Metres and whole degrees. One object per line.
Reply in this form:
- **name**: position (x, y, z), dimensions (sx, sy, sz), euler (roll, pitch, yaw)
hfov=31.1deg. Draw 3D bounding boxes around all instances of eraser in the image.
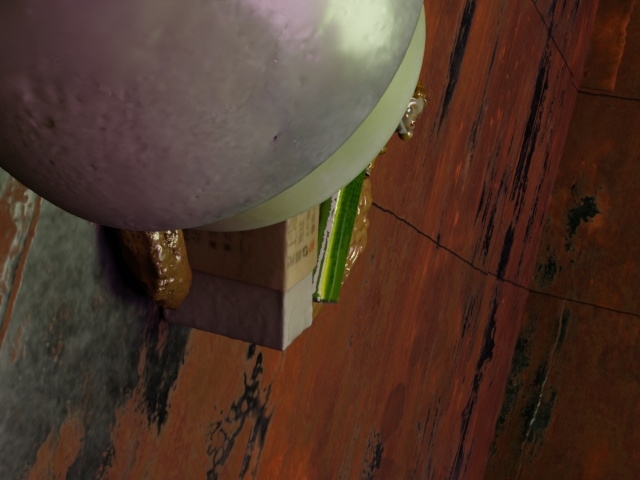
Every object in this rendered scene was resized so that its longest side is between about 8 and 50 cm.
- **eraser**: position (-0.074, -0.072, 1.066), dimensions (0.078, 0.144, 0.343), euler (-42, 140, -57)

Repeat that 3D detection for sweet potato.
- **sweet potato**: position (-0.154, -0.004, 1.026), dimensions (0.068, 0.060, 0.206), euler (-110, 179, -52)

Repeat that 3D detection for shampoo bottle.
- **shampoo bottle**: position (-0.101, -0.171, 0.717), dimensions (0.317, 0.322, 0.322), euler (39, 66, -54)

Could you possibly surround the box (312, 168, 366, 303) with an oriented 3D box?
- **box**: position (-0.009, -0.115, 1.210), dimensions (0.097, 0.134, 0.345), euler (6, 95, -63)

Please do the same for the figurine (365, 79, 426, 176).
- **figurine**: position (0.089, -0.153, 1.522), dimensions (0.101, 0.068, 0.143), euler (-5, 119, -63)

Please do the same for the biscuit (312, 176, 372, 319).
- **biscuit**: position (0.001, 0.000, 1.420), dimensions (0.288, 0.044, 0.202), euler (-24, 124, -60)
